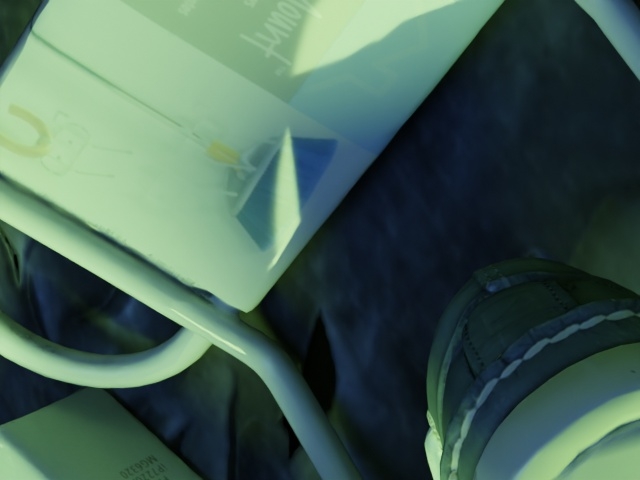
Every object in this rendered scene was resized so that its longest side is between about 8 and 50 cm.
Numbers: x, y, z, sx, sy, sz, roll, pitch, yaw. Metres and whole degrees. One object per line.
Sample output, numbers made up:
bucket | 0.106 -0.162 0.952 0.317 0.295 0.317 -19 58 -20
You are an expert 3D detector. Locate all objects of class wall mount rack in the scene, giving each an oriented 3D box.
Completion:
wall mount rack | 0.000 0.000 0.586 0.304 0.130 0.350 32 132 -9

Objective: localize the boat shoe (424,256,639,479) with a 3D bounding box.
boat shoe | 0.120 0.131 0.522 0.319 0.116 0.099 56 179 -31

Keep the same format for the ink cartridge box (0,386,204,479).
ink cartridge box | -0.063 0.232 0.772 0.239 0.060 0.275 39 128 22
